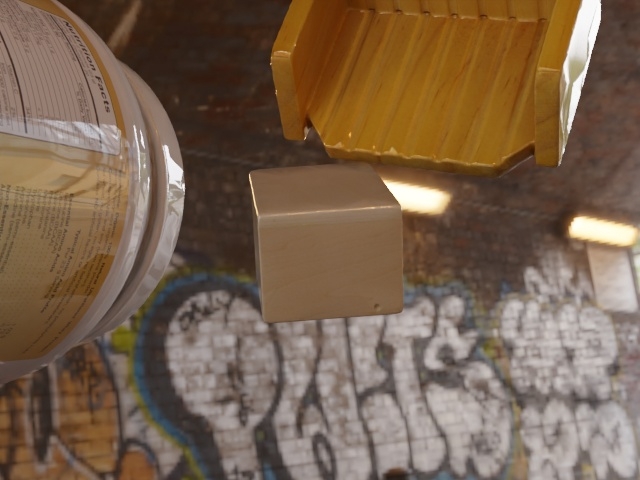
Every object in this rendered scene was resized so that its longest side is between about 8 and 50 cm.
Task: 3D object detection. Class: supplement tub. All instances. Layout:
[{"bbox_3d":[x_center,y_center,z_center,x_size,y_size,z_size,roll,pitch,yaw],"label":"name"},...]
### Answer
[{"bbox_3d":[-0.225,-0.034,0.507,0.228,0.228,0.316,-12,-7,20],"label":"supplement tub"}]

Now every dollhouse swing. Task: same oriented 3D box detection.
[{"bbox_3d":[0.115,-0.294,1.182,0.347,0.315,0.305,10,-27,23],"label":"dollhouse swing"}]

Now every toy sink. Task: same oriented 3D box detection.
[{"bbox_3d":[0.000,0.000,1.202,0.153,0.131,0.234,-4,16,-6],"label":"toy sink"}]
